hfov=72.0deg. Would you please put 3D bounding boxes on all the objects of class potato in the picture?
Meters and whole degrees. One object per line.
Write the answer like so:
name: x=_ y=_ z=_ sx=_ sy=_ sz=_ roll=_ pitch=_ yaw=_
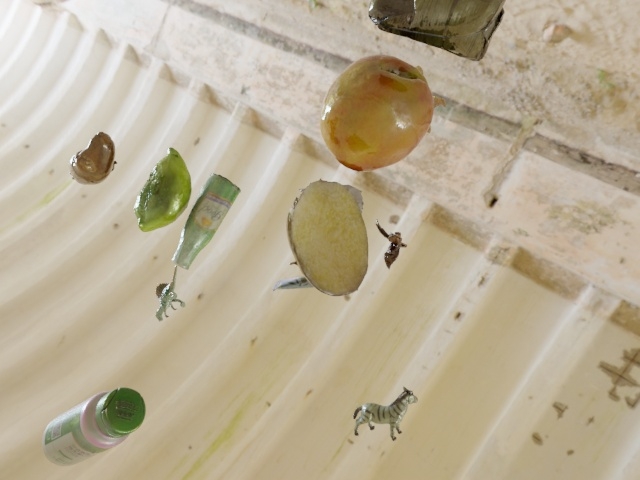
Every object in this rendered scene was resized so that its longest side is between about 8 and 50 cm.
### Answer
potato: x=0.000 y=0.000 z=1.129 sx=0.239 sy=0.298 sz=0.116 roll=-4 pitch=169 yaw=-41

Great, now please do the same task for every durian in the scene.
durian: x=-0.450 y=-0.135 z=1.273 sx=0.139 sy=0.250 sz=0.101 roll=32 pitch=-171 yaw=-7

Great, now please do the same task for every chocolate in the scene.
chocolate: x=-0.347 y=-0.053 z=1.302 sx=0.110 sy=0.291 sz=0.110 roll=23 pitch=165 yaw=7

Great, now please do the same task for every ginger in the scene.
ginger: x=-0.632 y=-0.212 z=1.227 sx=0.309 sy=0.133 sz=0.107 roll=8 pitch=129 yaw=62

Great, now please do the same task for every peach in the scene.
peach: x=0.150 y=-0.346 z=1.248 sx=0.308 sy=0.332 sz=0.307 roll=19 pitch=-143 yaw=-14

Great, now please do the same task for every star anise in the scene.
star anise: x=0.249 y=-0.002 z=1.666 sx=0.144 sy=0.158 sz=0.140 roll=19 pitch=-136 yaw=22

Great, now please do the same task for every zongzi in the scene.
zongzi: x=0.245 y=-0.505 z=0.894 sx=0.286 sy=0.138 sz=0.300 roll=19 pitch=-177 yaw=3

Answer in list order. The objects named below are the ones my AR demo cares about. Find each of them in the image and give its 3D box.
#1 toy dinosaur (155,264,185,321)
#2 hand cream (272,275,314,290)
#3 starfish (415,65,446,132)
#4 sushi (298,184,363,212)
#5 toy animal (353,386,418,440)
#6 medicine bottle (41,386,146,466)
toy dinosaur: x=-0.487 y=0.168 z=1.397 sx=0.107 sy=0.187 sz=0.044 roll=1 pitch=-168 yaw=29
hand cream: x=-0.050 y=0.155 z=1.632 sx=0.256 sy=0.055 sz=0.088 roll=-9 pitch=-161 yaw=10
starfish: x=0.353 y=-0.466 z=1.606 sx=0.303 sy=0.299 sz=0.060 roll=-1 pitch=-150 yaw=-40
sushi: x=0.055 y=-0.071 z=1.537 sx=0.216 sy=0.212 sz=0.227 roll=-7 pitch=-157 yaw=-18
toy animal: x=0.216 y=0.575 z=1.472 sx=0.217 sy=0.175 sz=0.073 roll=-1 pitch=-169 yaw=12
medicine bottle: x=-0.549 y=0.451 z=1.075 sx=0.133 sy=0.274 sz=0.133 roll=40 pitch=-148 yaw=-31
